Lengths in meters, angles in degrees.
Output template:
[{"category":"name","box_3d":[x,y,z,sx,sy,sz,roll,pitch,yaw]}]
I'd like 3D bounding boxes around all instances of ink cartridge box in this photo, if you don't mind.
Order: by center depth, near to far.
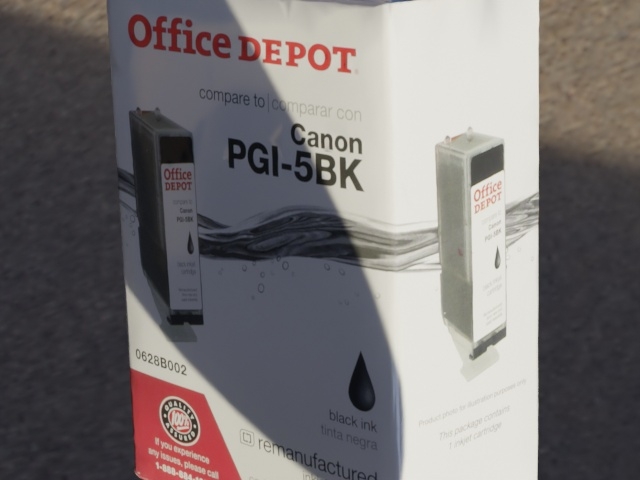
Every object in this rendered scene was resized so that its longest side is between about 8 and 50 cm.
[{"category":"ink cartridge box","box_3d":[0.000,0.000,0.429,0.056,0.099,0.135,-17,110,-44]}]
